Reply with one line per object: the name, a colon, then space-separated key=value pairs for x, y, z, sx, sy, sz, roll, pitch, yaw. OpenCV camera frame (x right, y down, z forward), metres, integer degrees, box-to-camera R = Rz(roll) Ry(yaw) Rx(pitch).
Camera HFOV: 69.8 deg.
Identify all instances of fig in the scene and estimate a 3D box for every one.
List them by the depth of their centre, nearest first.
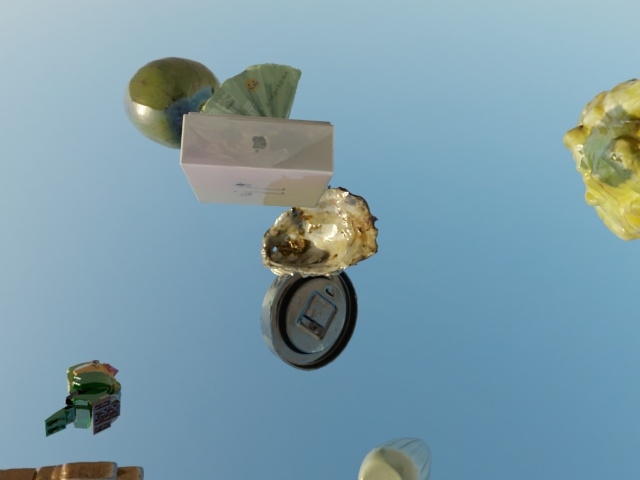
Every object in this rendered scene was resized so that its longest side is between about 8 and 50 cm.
fig: x=-0.338 y=-0.313 z=1.019 sx=0.225 sy=0.203 sz=0.203 roll=23 pitch=-135 yaw=24

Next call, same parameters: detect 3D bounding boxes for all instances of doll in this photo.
doll: x=-0.499 y=0.329 z=0.984 sx=0.134 sy=0.106 sz=0.186 roll=-1 pitch=-157 yaw=-21

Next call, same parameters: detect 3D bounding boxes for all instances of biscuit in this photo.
biscuit: x=-0.466 y=0.415 z=0.784 sx=0.295 sy=0.186 sz=0.044 roll=-9 pitch=-124 yaw=8

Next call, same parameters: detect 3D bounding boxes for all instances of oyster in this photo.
oyster: x=-0.007 y=0.001 z=0.592 sx=0.105 sy=0.177 sz=0.056 roll=61 pitch=-155 yaw=3

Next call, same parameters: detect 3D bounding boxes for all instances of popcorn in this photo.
popcorn: x=0.512 y=-0.124 z=0.648 sx=0.274 sy=0.279 sz=0.335 roll=-9 pitch=-165 yaw=5

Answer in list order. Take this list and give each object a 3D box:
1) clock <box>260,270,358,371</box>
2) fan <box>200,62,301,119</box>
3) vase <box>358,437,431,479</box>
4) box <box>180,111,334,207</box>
clock: x=-0.024 y=0.185 z=1.160 sx=0.280 sy=0.280 sz=0.055 roll=-31 pitch=-158 yaw=-33
fan: x=-0.118 y=-0.194 z=0.734 sx=0.131 sy=0.009 sz=0.240 roll=35 pitch=-97 yaw=-5
vase: x=0.169 y=0.470 z=0.947 sx=0.128 sy=0.128 sz=0.248 roll=27 pitch=-175 yaw=27
box: x=-0.060 y=-0.073 z=0.452 sx=0.129 sy=0.130 sz=0.051 roll=2 pitch=-101 yaw=-7
